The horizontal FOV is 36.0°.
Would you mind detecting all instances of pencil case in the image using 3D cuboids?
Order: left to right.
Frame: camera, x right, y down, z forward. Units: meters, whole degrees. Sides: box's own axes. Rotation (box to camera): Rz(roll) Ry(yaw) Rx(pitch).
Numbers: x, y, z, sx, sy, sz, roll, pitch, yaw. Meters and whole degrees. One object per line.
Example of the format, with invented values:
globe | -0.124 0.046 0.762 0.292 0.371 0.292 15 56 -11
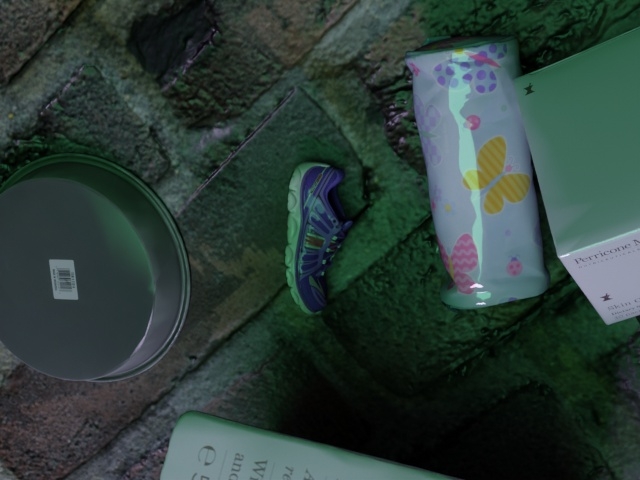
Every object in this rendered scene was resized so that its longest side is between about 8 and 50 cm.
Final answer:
pencil case | 0.156 -0.069 0.979 0.114 0.124 0.273 -11 102 -8

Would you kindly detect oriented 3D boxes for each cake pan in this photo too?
cake pan | -0.301 0.042 1.194 0.293 0.054 0.293 4 104 17

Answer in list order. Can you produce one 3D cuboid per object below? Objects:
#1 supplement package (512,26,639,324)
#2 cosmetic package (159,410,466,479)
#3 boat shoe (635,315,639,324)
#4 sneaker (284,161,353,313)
supplement package | 0.328 -0.078 0.849 0.262 0.145 0.204 -22 52 23
cosmetic package | 0.043 0.387 0.958 0.394 0.327 0.329 11 73 15
boat shoe | 0.397 0.133 0.956 0.112 0.095 0.335 -36 90 23
sneaker | 0.000 0.000 1.076 0.071 0.068 0.169 4 104 12
